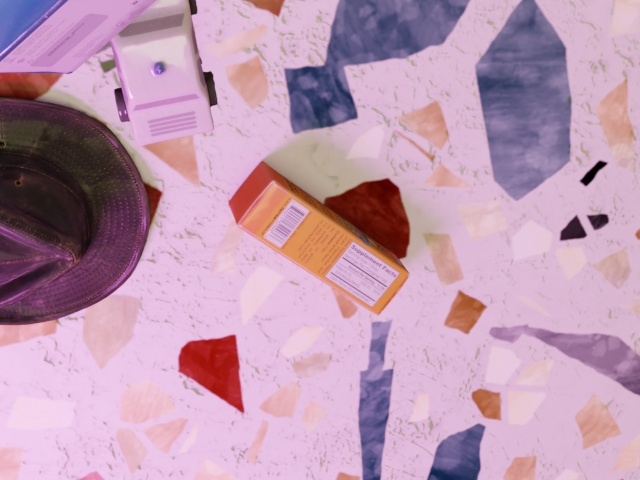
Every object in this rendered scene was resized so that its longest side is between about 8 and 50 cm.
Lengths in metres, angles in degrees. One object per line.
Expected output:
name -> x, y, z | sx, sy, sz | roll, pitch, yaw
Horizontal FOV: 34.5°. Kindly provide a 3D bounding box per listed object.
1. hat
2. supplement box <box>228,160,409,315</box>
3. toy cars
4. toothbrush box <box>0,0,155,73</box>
hat -> -0.360, -0.007, 1.181 | 0.331, 0.134, 0.331 | -5, 116, -10
supplement box -> 0.000, 0.000, 1.299 | 0.233, 0.078, 0.080 | 36, 100, -26
toy cars -> -0.099, -0.252, 0.940 | 0.176, 0.087, 0.394 | 26, 109, -22
toothbrush box -> -0.250, -0.322, 0.874 | 0.216, 0.126, 0.296 | -32, 83, 24
